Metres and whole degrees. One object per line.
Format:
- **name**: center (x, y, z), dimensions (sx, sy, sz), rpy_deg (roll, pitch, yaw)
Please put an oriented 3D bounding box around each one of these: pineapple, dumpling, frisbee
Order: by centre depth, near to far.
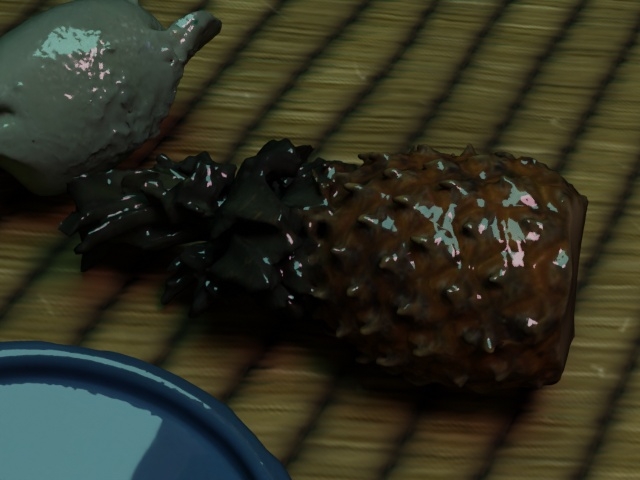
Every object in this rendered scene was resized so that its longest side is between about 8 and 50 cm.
- **frisbee**: center (-0.144, 0.173, 0.739), dimensions (0.289, 0.049, 0.290), rpy_deg (5, 47, -6)
- **pineapple**: center (0.000, 0.000, 0.894), dimensions (0.309, 0.141, 0.170), rpy_deg (9, 28, 13)
- **dumpling**: center (-0.157, -0.082, 0.959), dimensions (0.219, 0.153, 0.108), rpy_deg (-24, 72, -17)
